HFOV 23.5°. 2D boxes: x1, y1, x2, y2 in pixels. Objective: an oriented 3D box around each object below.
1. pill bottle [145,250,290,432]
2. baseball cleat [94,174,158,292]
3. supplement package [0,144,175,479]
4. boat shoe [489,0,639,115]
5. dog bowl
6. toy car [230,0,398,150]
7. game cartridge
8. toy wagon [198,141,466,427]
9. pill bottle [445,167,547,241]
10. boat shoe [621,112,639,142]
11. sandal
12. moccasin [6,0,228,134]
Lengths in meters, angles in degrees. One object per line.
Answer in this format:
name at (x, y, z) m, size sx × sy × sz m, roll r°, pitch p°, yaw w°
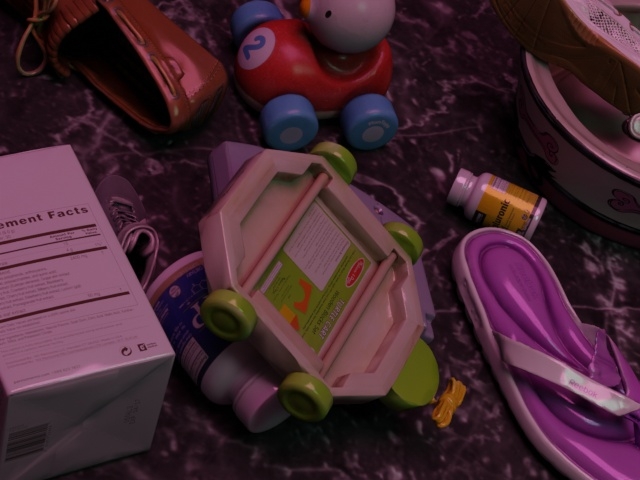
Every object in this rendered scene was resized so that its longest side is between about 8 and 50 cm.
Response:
pill bottle at (-0.097, 0.110, 1.653) m, size 0.112 × 0.112 × 0.187 m, roll -24°, pitch 60°, yaw -34°
baseball cleat at (-0.212, -0.007, 1.725) m, size 0.072 × 0.109 × 0.206 m, roll 11°, pitch 50°, yaw -27°
supplement package at (-0.295, 0.074, 1.575) m, size 0.175 × 0.177 × 0.293 m, roll -13°, pitch 54°, yaw -27°
boat shoe at (0.330, -0.271, 1.950) m, size 0.277 × 0.098 × 0.096 m, roll 42°, pitch 49°, yaw 8°
dog bowl at (0.438, -0.154, 2.044) m, size 0.408 × 0.150 × 0.408 m, roll 9°, pitch 48°, yaw -10°
toy car at (0.009, -0.271, 1.947) m, size 0.210 × 0.238 × 0.219 m, roll -2°, pitch 49°, yaw -20°
game cartridge at (0.000, 0.000, 1.752) m, size 0.294 × 0.060 × 0.196 m, roll 24°, pitch 43°, yaw -34°
toy wagon at (0.019, 0.069, 1.616) m, size 0.344 × 0.068 × 0.267 m, roll 49°, pitch 47°, yaw -17°
pill bottle at (0.219, -0.046, 1.931) m, size 0.116 × 0.065 × 0.065 m, roll 25°, pitch 46°, yaw 6°
boat shoe at (0.431, -0.130, 1.889) m, size 0.125 × 0.038 × 0.046 m, roll 7°, pitch 91°, yaw -11°
sandal at (0.280, 0.133, 1.761) m, size 0.169 × 0.102 × 0.416 m, roll -17°, pitch 56°, yaw -30°
moccasin at (-0.296, -0.261, 1.923) m, size 0.380 × 0.139 × 0.147 m, roll 44°, pitch 41°, yaw 9°
